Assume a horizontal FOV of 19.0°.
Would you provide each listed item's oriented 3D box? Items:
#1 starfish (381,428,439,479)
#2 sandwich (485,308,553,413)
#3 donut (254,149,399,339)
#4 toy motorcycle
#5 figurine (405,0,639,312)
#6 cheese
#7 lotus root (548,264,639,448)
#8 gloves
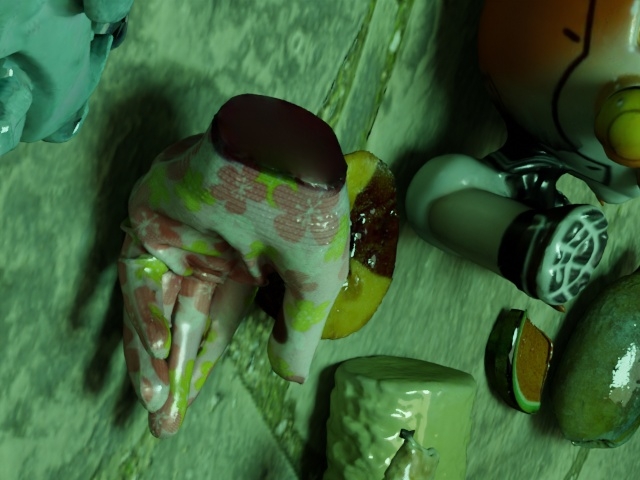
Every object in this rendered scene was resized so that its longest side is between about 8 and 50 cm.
[{"bbox_3d":[-0.021,0.304,1.376,0.324,0.082,0.432,-28,130,-5],"label":"starfish"},{"bbox_3d":[0.170,0.106,1.628,0.101,0.026,0.069,46,65,-50],"label":"sandwich"},{"bbox_3d":[0.000,0.000,1.365,0.140,0.059,0.140,-20,118,-43],"label":"donut"},{"bbox_3d":[-0.161,-0.161,1.066,0.206,0.154,0.260,-38,142,-64],"label":"toy motorcycle"},{"bbox_3d":[0.199,-0.118,1.442,0.323,0.196,0.320,-62,-177,1],"label":"figurine"},{"bbox_3d":[0.055,0.177,1.474,0.123,0.094,0.167,0,100,-34],"label":"cheese"},{"bbox_3d":[0.265,0.095,1.684,0.192,0.088,0.113,-65,156,-9],"label":"lotus root"},{"bbox_3d":[-0.066,0.021,1.260,0.145,0.126,0.241,-4,144,-35],"label":"gloves"}]
